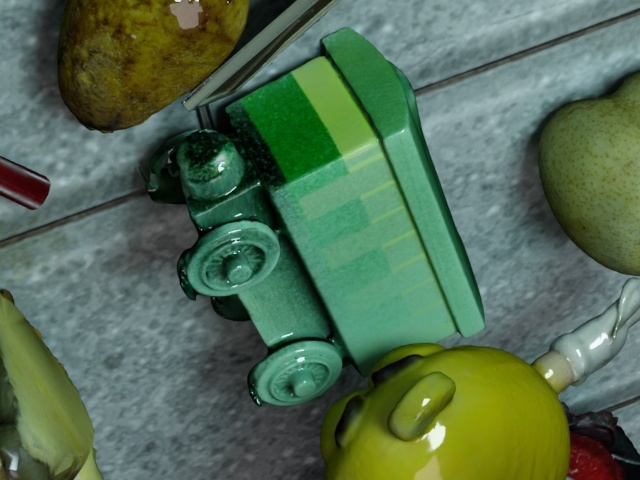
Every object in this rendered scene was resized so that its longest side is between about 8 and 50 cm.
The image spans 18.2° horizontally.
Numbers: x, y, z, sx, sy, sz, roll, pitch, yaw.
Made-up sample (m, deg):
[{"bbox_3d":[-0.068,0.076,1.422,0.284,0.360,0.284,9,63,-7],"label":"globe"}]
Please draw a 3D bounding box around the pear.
[{"bbox_3d":[0.253,-0.054,1.508,0.167,0.136,0.167,-18,142,-14],"label":"pear"}]

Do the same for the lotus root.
[{"bbox_3d":[-0.117,-0.126,1.272,0.108,0.094,0.190,31,128,-6],"label":"lotus root"}]

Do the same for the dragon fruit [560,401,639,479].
[{"bbox_3d":[0.166,0.232,1.803,0.343,0.100,0.282,22,121,-40],"label":"dragon fruit"}]

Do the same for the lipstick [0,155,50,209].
[{"bbox_3d":[-0.251,-0.063,1.320,0.027,0.027,0.176,-42,137,19],"label":"lipstick"}]

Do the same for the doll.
[{"bbox_3d":[0.123,0.190,1.555,0.348,0.161,0.423,-27,148,-37],"label":"doll"}]

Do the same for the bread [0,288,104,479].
[{"bbox_3d":[-0.242,0.147,1.431,0.163,0.204,0.262,-13,144,3],"label":"bread"}]

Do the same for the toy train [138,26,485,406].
[{"bbox_3d":[0.000,0.000,1.447,0.202,0.120,0.301,-27,141,-2],"label":"toy train"}]

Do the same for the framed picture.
[{"bbox_3d":[-0.021,-0.140,1.314,0.149,0.011,0.109,-39,179,16],"label":"framed picture"}]
